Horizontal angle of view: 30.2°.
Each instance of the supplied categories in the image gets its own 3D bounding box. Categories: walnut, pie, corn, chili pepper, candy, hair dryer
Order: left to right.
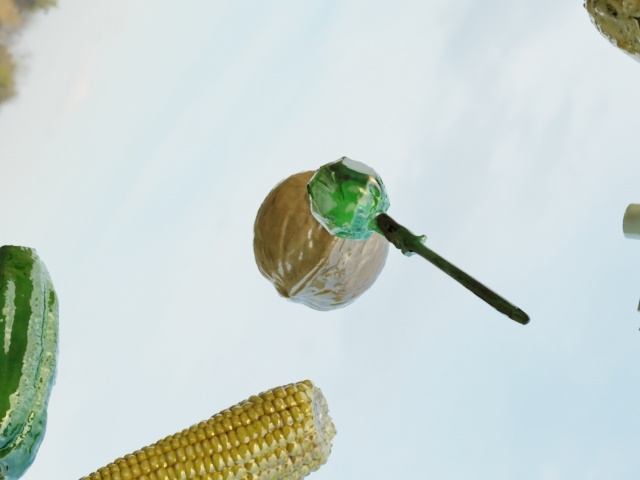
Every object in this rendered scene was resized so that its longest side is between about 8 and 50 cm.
[{"bbox_3d":[-0.495,0.174,1.740,0.213,0.167,0.385,-17,-136,14],"label":"chili pepper"},{"bbox_3d":[-0.157,0.295,1.432,0.387,0.144,0.144,-27,-160,-4],"label":"corn"},{"bbox_3d":[0.000,0.000,1.877,0.228,0.228,0.228,-51,-158,30],"label":"walnut"},{"bbox_3d":[0.107,0.008,1.323,0.323,0.097,0.097,37,-79,35],"label":"candy"},{"bbox_3d":[0.312,0.026,1.123,0.063,0.038,0.124,7,-101,38],"label":"hair dryer"},{"bbox_3d":[0.399,-0.207,1.281,0.085,0.308,0.308,-53,-159,19],"label":"pie"}]
